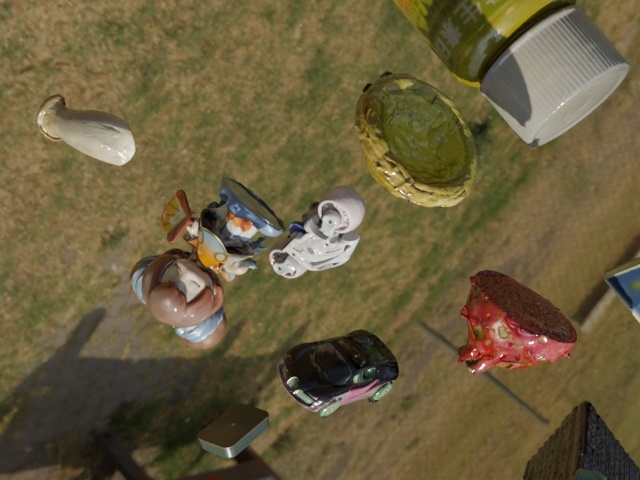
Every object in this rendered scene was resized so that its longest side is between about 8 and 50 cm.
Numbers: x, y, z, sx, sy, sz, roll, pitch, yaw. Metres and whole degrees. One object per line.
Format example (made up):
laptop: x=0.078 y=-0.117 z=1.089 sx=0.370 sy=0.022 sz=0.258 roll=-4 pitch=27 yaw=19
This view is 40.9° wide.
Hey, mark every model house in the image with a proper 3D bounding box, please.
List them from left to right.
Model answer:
model house: x=0.380 y=0.363 z=1.159 sx=0.280 sy=0.230 sz=0.248 roll=-57 pitch=150 yaw=-56

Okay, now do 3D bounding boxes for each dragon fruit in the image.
dragon fruit: x=0.230 y=0.119 z=1.067 sx=0.153 sy=0.153 sz=0.111 roll=-5 pitch=133 yaw=-54

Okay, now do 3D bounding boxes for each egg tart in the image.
egg tart: x=0.195 y=-0.210 z=1.912 sx=0.345 sy=0.345 sz=0.132 roll=-20 pitch=171 yaw=-44

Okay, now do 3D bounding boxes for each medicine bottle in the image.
medicine bottle: x=0.274 y=-0.345 z=1.313 sx=0.224 sy=0.384 sz=0.224 roll=-33 pitch=165 yaw=-10

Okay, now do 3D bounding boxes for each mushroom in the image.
mushroom: x=-0.448 y=-0.211 z=1.662 sx=0.097 sy=0.213 sz=0.088 roll=76 pitch=33 yaw=-61

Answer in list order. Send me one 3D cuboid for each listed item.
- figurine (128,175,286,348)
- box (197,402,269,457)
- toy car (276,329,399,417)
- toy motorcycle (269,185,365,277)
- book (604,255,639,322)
figurine: x=-0.272 y=0.049 z=1.986 sx=0.388 sy=0.277 sz=0.248 roll=-50 pitch=170 yaw=9
box: x=-0.161 y=0.359 z=1.620 sx=0.126 sy=0.091 sz=0.031 roll=-34 pitch=123 yaw=-45
toy car: x=0.021 y=0.121 z=0.822 sx=0.142 sy=0.069 sz=0.055 roll=-6 pitch=139 yaw=-50
toy motorcycle: x=0.000 y=0.000 z=1.397 sx=0.112 sy=0.112 sz=0.254 roll=-27 pitch=170 yaw=-37
book: x=0.612 y=0.060 z=1.246 sx=0.322 sy=0.228 sz=0.018 roll=-27 pitch=-148 yaw=33
